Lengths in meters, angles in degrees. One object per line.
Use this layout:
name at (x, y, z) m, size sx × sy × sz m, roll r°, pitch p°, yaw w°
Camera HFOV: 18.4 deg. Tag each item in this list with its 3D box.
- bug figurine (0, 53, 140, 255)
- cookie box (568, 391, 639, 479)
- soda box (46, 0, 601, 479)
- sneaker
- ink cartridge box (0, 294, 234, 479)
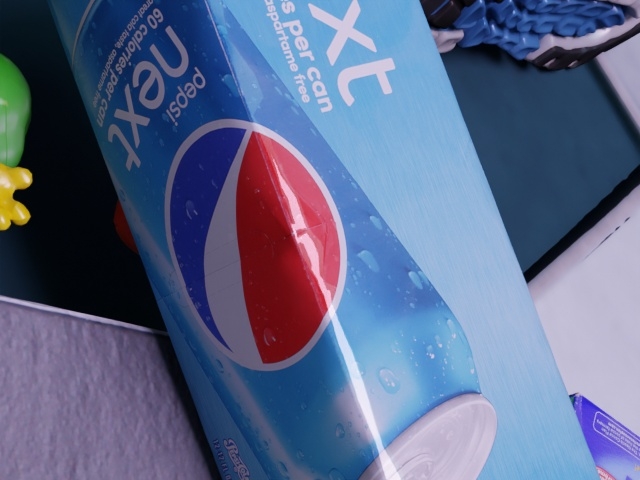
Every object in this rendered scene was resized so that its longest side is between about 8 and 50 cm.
bug figurine at (-0.085, -0.098, 0.584) m, size 0.216 × 0.072 × 0.279 m, roll -9°, pitch 80°, yaw -39°
cookie box at (0.093, 0.120, 0.658) m, size 0.092 × 0.040 × 0.107 m, roll 36°, pitch 51°, yaw -24°
soda box at (0.000, 0.000, 0.521) m, size 0.071 × 0.067 × 0.210 m, roll -17°, pitch 84°, yaw -40°
sneaker at (0.057, -0.114, 0.710) m, size 0.191 × 0.071 × 0.083 m, roll 7°, pitch 52°, yaw -62°
ink cartridge box at (-0.117, 0.152, 0.446) m, size 0.307 × 0.072 × 0.303 m, roll 15°, pitch 63°, yaw -38°
